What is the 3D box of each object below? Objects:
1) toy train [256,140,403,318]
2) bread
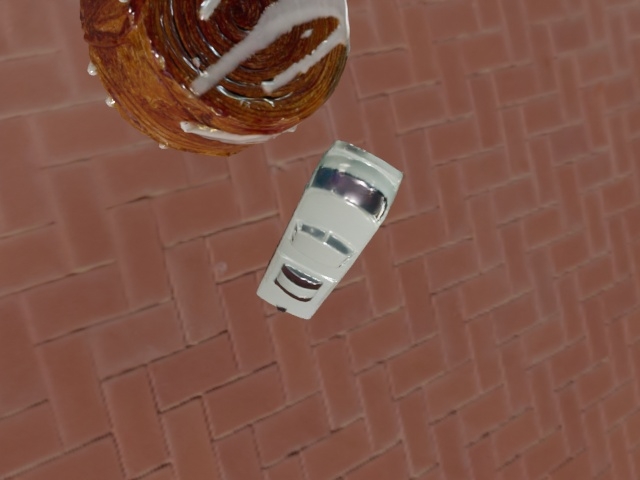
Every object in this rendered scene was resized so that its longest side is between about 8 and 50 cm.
[{"bbox_3d":[0.000,0.000,0.545,0.043,0.207,0.047,27,68,-2],"label":"toy train"},{"bbox_3d":[-0.058,-0.132,0.556,0.160,0.073,0.161,10,72,-32],"label":"bread"}]
